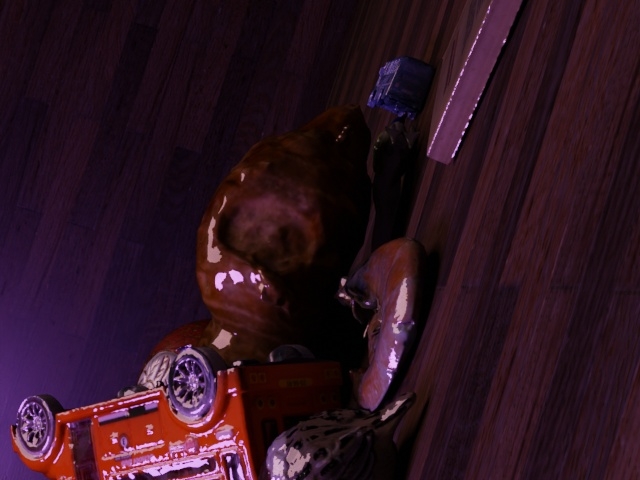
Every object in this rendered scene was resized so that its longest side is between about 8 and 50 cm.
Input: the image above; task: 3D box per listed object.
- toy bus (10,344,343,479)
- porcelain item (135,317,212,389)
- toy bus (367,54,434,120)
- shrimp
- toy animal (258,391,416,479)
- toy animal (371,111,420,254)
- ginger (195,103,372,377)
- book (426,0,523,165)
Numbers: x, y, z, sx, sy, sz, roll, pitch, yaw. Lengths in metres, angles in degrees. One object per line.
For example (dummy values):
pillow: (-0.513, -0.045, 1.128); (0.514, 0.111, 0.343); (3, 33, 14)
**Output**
toy bus: (-0.134, 0.187, 1.333); (0.329, 0.143, 0.153); (-17, 78, 40)
porcelain item: (-0.151, 0.251, 2.225); (0.253, 0.253, 0.253); (-162, 90, -86)
toy bus: (0.090, -0.172, 1.652); (0.166, 0.047, 0.065); (-132, 64, -83)
shrimp: (0.043, 0.069, 1.246); (0.251, 0.052, 0.143); (151, 134, -83)
toy animal: (0.009, 0.153, 1.037); (0.098, 0.098, 0.137); (-82, 11, -66)
toy animal: (0.074, -0.071, 1.503); (0.217, 0.041, 0.075); (-82, 9, -45)
ginger: (-0.025, 0.036, 1.505); (0.274, 0.152, 0.357); (-17, -62, -64)
book: (0.141, -0.195, 1.221); (0.161, 0.026, 0.231); (-76, 6, -48)
